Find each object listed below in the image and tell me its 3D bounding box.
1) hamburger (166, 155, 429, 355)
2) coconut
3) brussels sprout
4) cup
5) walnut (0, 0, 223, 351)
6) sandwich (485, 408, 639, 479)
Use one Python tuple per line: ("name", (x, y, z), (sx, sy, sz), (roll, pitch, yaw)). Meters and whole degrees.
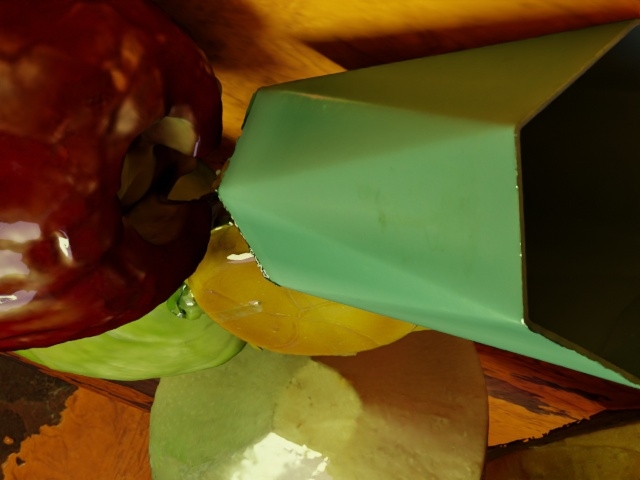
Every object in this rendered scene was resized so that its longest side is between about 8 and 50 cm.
("hamburger", (-0.004, -0.001, 1.065), (0.190, 0.093, 0.164), (-3, 150, 15))
("coconut", (0.000, 0.131, 1.335), (0.259, 0.259, 0.259), (19, 168, 4))
("brussels sprout", (-0.133, 0.006, 1.197), (0.223, 0.161, 0.223), (23, 174, 3))
("cup", (0.064, -0.017, 0.853), (0.134, 0.148, 0.236), (-5, -175, -33))
("walnut", (-0.167, -0.044, 0.970), (0.269, 0.221, 0.244), (7, -164, 22))
("sandwich", (0.169, 0.183, 1.498), (0.215, 0.065, 0.186), (-13, 176, -12))
